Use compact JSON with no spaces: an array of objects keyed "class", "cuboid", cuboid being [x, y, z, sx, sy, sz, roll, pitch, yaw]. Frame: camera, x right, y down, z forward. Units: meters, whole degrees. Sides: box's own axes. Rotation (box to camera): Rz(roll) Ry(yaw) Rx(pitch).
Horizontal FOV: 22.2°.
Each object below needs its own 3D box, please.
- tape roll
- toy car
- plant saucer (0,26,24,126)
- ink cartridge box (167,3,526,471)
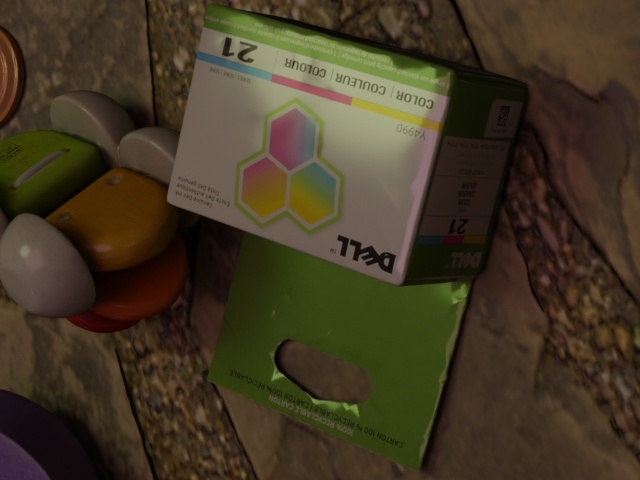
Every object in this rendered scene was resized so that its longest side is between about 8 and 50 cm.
[{"class":"tape roll","cuboid":[-0.254,0.203,1.156,0.189,0.080,0.189,1,101,7]},{"class":"toy car","cuboid":[-0.165,-0.006,1.115,0.182,0.159,0.136,27,144,35]},{"class":"plant saucer","cuboid":[-0.260,-0.124,1.238,0.083,0.013,0.083,0,90,34]},{"class":"ink cartridge box","cuboid":[0.000,0.000,1.018,0.189,0.097,0.255,19,101,32]}]
